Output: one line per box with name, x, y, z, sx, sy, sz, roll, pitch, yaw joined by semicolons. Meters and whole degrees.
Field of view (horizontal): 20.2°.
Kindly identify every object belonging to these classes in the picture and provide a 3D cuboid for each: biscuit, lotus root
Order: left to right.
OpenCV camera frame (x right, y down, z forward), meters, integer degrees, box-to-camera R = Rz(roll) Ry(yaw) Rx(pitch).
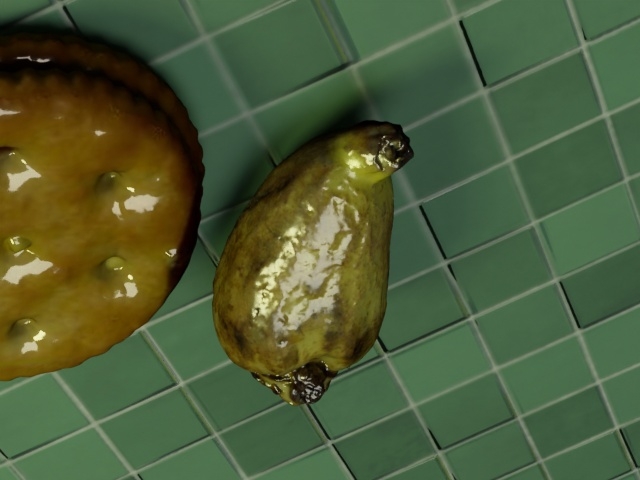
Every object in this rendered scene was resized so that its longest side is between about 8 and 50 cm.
biscuit;-0.166;-0.013;0.972;0.220;0.066;0.220;-12;137;-11
lotus root;0.000;0.000;1.038;0.108;0.094;0.191;-15;133;-42
